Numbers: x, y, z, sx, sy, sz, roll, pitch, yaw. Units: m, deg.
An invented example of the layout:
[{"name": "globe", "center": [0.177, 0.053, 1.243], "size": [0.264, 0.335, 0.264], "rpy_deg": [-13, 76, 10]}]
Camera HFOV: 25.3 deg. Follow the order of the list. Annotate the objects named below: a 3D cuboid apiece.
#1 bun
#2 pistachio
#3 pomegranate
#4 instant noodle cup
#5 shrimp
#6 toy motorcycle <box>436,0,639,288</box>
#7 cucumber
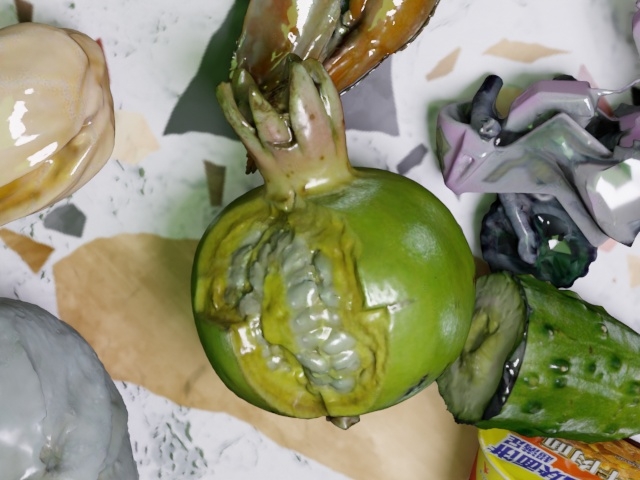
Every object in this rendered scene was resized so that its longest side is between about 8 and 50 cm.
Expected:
[{"name": "bun", "center": [-0.279, 0.216, 1.122], "size": [0.211, 0.362, 0.362], "rpy_deg": [1, 106, 41]}, {"name": "pistachio", "center": [-0.272, -0.087, 1.157], "size": [0.229, 0.157, 0.157], "rpy_deg": [-29, 101, 10]}, {"name": "pomegranate", "center": [0.000, 0.000, 1.137], "size": [0.236, 0.236, 0.301], "rpy_deg": [-13, 104, 1]}, {"name": "instant noodle cup", "center": [0.202, 0.266, 1.223], "size": [0.213, 0.213, 0.174], "rpy_deg": [18, 110, -6]}, {"name": "shrimp", "center": [0.008, -0.184, 1.185], "size": [0.154, 0.062, 0.294], "rpy_deg": [26, 99, -13]}, {"name": "toy motorcycle", "center": [0.222, -0.104, 1.159], "size": [0.188, 0.143, 0.327], "rpy_deg": [39, 116, -7]}, {"name": "cucumber", "center": [0.222, 0.112, 1.221], "size": [0.244, 0.134, 0.134], "rpy_deg": [14, 102, -29]}]
